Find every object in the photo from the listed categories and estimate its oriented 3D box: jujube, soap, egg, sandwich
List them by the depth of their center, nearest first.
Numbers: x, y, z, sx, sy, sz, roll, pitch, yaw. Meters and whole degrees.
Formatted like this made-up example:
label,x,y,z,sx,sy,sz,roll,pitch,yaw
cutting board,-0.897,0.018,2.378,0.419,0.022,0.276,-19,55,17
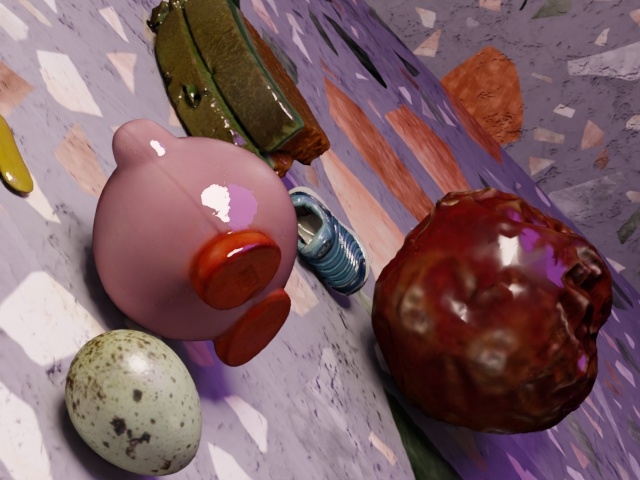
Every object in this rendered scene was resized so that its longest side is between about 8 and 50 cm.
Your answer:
label,x,y,z,sx,sy,sz,roll,pitch,yaw
egg,-0.125,0.112,0.846,0.110,0.085,0.085,50,18,-18
soap,-0.254,-0.074,0.999,0.034,0.012,0.089,20,36,-59
jujube,0.204,0.084,1.409,0.276,0.276,0.377,59,19,21
sandwich,-0.084,-0.166,1.442,0.212,0.109,0.292,38,22,-37

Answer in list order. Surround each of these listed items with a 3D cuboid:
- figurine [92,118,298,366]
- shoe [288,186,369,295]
label,x,y,z,sx,sy,sz,roll,pitch,yaw
figurine,-0.102,-0.004,0.993,0.173,0.173,0.173,46,19,-21
shoe,0.000,0.000,1.409,0.143,0.064,0.071,53,17,9
